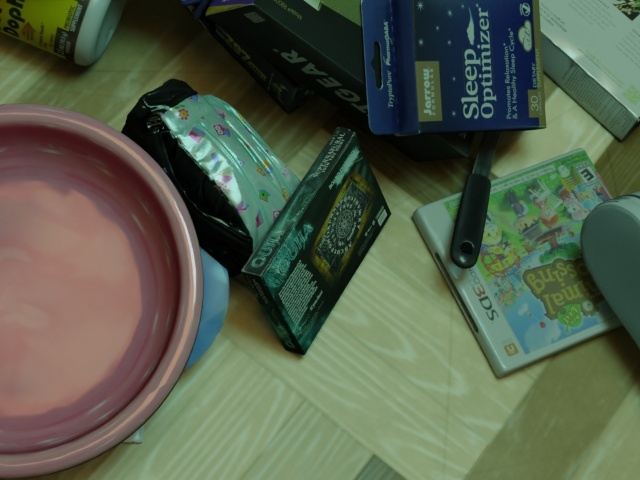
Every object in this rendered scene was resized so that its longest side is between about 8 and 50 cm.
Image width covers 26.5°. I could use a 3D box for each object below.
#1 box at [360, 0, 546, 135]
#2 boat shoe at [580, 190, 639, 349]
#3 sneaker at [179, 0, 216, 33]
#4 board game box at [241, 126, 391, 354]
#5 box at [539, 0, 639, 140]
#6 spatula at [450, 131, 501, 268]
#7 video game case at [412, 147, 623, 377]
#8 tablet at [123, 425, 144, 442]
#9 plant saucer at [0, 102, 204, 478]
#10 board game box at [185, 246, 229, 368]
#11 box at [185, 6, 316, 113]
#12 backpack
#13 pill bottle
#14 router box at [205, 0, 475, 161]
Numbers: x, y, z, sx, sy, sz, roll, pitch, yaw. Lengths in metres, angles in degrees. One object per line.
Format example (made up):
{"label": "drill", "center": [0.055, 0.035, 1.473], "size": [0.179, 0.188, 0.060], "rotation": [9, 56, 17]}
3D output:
{"label": "box", "center": [0.136, -0.174, 1.342], "size": [0.225, 0.036, 0.137], "rotation": [-6, 94, -39]}
{"label": "boat shoe", "center": [0.404, 0.109, 1.347], "size": [0.156, 0.136, 0.367], "rotation": [-20, 75, -36]}
{"label": "sneaker", "center": [-0.139, -0.292, 1.307], "size": [0.182, 0.127, 0.315], "rotation": [56, 37, 4]}
{"label": "board game box", "center": [0.000, 0.000, 1.310], "size": [0.026, 0.126, 0.186], "rotation": [13, 56, 33]}
{"label": "box", "center": [0.362, -0.290, 1.562], "size": [0.232, 0.058, 0.322], "rotation": [45, 66, 10]}
{"label": "spatula", "center": [0.173, -0.086, 1.415], "size": [0.084, 0.030, 0.297], "rotation": [20, 55, -5]}
{"label": "video game case", "center": [0.229, 0.018, 1.405], "size": [0.212, 0.023, 0.193], "rotation": [-20, 71, -20]}
{"label": "tablet", "center": [-0.190, 0.147, 1.261], "size": [0.054, 0.006, 0.083], "rotation": [2, 65, -12]}
{"label": "plant saucer", "center": [-0.268, 0.047, 1.215], "size": [0.332, 0.084, 0.332], "rotation": [0, 78, -2]}
{"label": "board game box", "center": [-0.166, 0.048, 1.282], "size": [0.168, 0.033, 0.133], "rotation": [40, 85, 7]}
{"label": "box", "center": [-0.009, -0.270, 1.466], "size": [0.232, 0.059, 0.183], "rotation": [-38, 79, -24]}
{"label": "backpack", "center": [-0.107, -0.057, 1.303], "size": [0.182, 0.152, 0.115], "rotation": [45, 60, 4]}
{"label": "pill bottle", "center": [-0.307, -0.266, 1.365], "size": [0.214, 0.117, 0.117], "rotation": [22, 63, -1]}
{"label": "router box", "center": [0.058, -0.254, 1.353], "size": [0.308, 0.081, 0.243], "rotation": [30, 71, -36]}
